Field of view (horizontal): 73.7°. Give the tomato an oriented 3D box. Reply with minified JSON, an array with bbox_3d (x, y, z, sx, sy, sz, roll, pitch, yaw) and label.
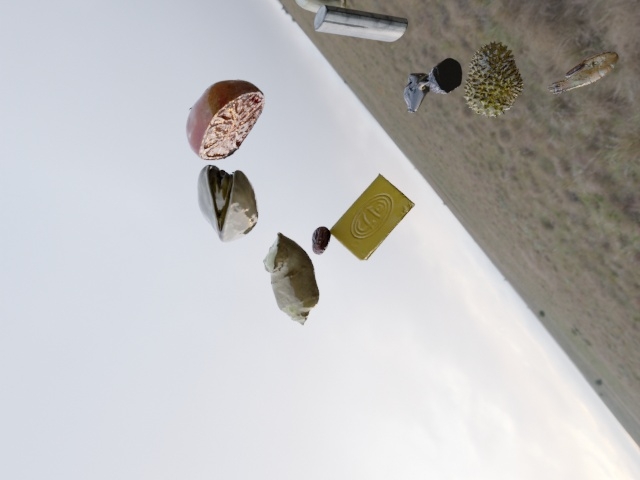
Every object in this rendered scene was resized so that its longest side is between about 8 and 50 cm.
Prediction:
[{"bbox_3d":[-0.252,-0.314,1.090,0.095,0.236,0.237,44,-165,8],"label":"tomato"}]

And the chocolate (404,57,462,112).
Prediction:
[{"bbox_3d":[0.199,-0.294,0.809,0.070,0.072,0.147,6,179,-25],"label":"chocolate"}]

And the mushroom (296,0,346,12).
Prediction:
[{"bbox_3d":[-0.001,-0.853,1.532,0.209,0.071,0.084,-10,-152,-33],"label":"mushroom"}]

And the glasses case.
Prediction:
[{"bbox_3d":[0.135,-0.721,1.419,0.114,0.299,0.060,177,90,-69],"label":"glasses case"}]

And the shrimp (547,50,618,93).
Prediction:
[{"bbox_3d":[0.958,-0.618,1.569,0.053,0.236,0.133,26,-121,-32],"label":"shrimp"}]

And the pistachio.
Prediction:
[{"bbox_3d":[-0.200,-0.078,0.916,0.206,0.130,0.131,95,178,-62],"label":"pistachio"}]

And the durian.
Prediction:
[{"bbox_3d":[0.557,-0.532,1.407,0.138,0.183,0.249,21,-125,-63],"label":"durian"}]

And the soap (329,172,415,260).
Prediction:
[{"bbox_3d":[0.208,-0.091,1.722,0.204,0.324,0.096,41,-172,4],"label":"soap"}]

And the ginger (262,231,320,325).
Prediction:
[{"bbox_3d":[-0.082,0.106,1.213,0.152,0.138,0.267,-27,-86,-49],"label":"ginger"}]

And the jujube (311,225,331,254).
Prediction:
[{"bbox_3d":[0.000,0.000,1.629,0.077,0.077,0.129,44,-143,-24],"label":"jujube"}]
